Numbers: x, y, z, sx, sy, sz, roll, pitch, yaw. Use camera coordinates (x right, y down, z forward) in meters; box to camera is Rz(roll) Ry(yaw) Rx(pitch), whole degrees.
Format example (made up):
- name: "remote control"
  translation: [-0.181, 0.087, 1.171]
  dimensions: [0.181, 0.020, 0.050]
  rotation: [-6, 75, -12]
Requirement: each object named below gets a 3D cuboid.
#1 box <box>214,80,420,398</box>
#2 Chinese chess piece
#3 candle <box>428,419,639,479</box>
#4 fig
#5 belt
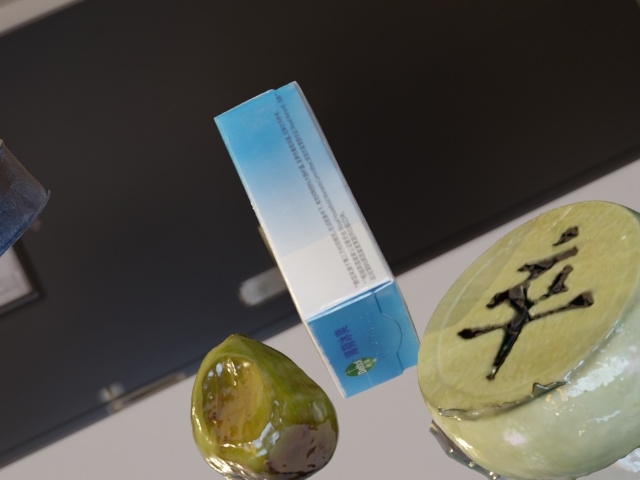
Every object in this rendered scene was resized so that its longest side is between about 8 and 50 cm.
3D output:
- name: "box"
  translation: [0.000, -0.001, 0.952]
  dimensions: [0.139, 0.073, 0.194]
  rotation: [65, 180, -57]
- name: "Chinese chess piece"
  translation: [0.147, 0.060, 0.801]
  dimensions: [0.083, 0.188, 0.188]
  rotation: [44, -179, -24]
- name: "candle"
  translation: [0.283, 0.168, 1.213]
  dimensions: [0.342, 0.221, 0.221]
  rotation: [25, 164, 8]
- name: "fig"
  translation: [-0.064, 0.177, 1.303]
  dimensions: [0.166, 0.144, 0.154]
  rotation: [54, -158, 7]
- name: "belt"
  translation: [-0.313, -0.007, 1.109]
  dimensions: [0.082, 0.141, 0.190]
  rotation: [50, -155, -18]
